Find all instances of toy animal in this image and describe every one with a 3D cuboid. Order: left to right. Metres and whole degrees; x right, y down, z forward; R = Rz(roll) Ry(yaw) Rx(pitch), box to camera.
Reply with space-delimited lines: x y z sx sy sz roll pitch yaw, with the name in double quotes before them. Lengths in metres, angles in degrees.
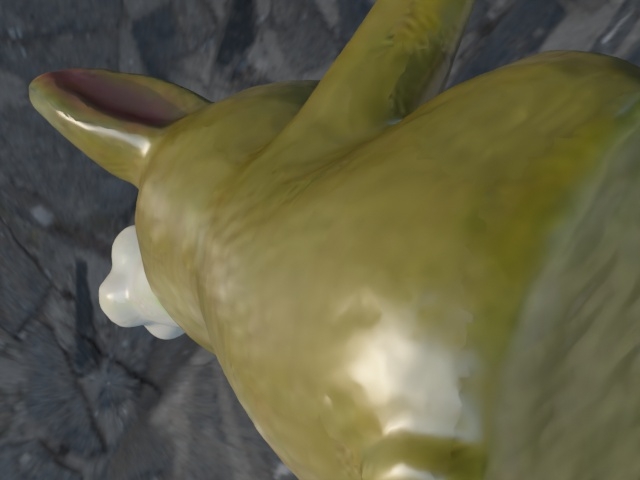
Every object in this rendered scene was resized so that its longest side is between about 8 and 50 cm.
"toy animal" 0.019 -0.007 0.616 0.180 0.363 0.181 -31 119 -14
